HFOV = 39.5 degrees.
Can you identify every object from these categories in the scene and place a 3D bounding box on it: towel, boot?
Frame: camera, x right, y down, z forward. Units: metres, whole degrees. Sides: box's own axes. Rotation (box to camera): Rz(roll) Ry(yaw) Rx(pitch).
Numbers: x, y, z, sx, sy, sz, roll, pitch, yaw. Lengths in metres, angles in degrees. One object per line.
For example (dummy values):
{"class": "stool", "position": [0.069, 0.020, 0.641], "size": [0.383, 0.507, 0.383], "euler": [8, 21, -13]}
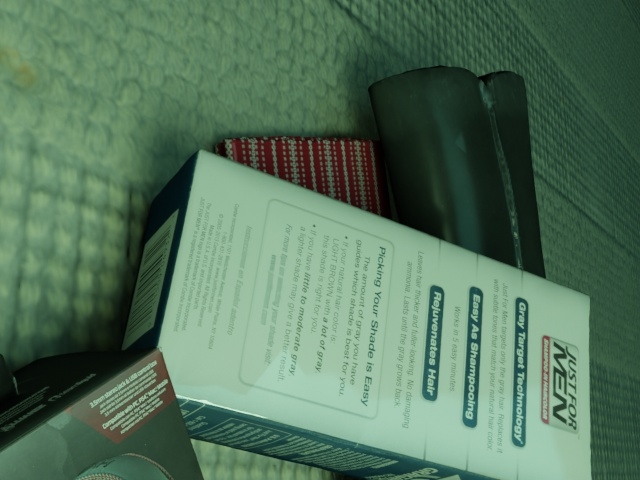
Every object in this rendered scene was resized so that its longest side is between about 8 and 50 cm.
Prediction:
{"class": "towel", "position": [0.000, 0.000, 0.850], "size": [0.275, 0.031, 0.198], "euler": [-9, 91, -58]}
{"class": "boot", "position": [0.121, 0.049, 0.866], "size": [0.367, 0.146, 0.445], "euler": [-5, 89, -58]}

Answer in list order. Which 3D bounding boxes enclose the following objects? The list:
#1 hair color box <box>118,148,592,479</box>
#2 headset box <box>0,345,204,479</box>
{"class": "hair color box", "position": [0.036, 0.081, 0.660], "size": [0.347, 0.105, 0.173], "euler": [20, 62, -22]}
{"class": "headset box", "position": [-0.150, 0.204, 0.457], "size": [0.218, 0.110, 0.293], "euler": [-32, 109, -57]}
